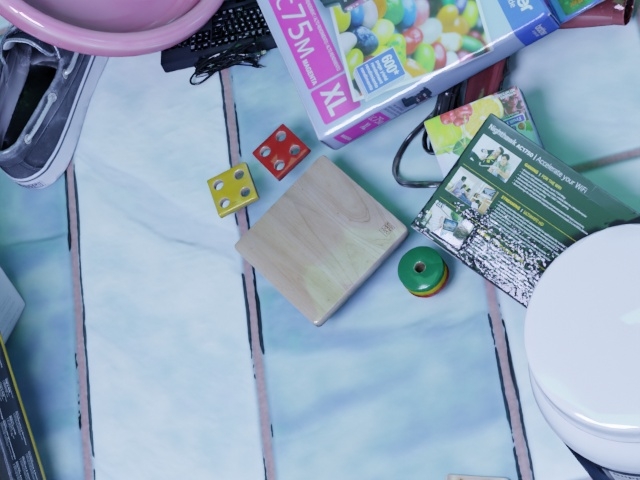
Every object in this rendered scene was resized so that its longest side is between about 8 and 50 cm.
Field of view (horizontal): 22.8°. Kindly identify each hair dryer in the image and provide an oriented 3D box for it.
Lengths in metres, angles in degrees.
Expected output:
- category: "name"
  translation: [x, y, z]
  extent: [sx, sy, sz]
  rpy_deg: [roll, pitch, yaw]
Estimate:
- category: "hair dryer"
  translation: [0.181, -0.193, 1.612]
  extent: [0.294, 0.080, 0.223]
  rpy_deg: [-26, 76, 15]

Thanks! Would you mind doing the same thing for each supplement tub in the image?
- category: "supplement tub"
  translation: [0.279, 0.115, 1.300]
  extent: [0.191, 0.272, 0.191]
  rpy_deg: [-9, 64, 18]

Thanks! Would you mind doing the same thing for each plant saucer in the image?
- category: "plant saucer"
  translation: [-0.257, -0.340, 1.748]
  extent: [0.332, 0.084, 0.332]
  rpy_deg: [10, 63, -21]

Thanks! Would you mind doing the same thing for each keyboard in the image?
- category: "keyboard"
  translation: [-0.091, -0.232, 1.743]
  extent: [0.192, 0.038, 0.100]
  rpy_deg: [-12, 63, 18]

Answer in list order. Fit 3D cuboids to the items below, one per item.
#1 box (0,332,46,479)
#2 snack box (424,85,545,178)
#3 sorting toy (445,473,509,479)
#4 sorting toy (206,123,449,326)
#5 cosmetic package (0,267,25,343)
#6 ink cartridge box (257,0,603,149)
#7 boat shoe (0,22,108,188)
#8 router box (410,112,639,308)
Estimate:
- category: "box"
  translation: [-0.414, 0.205, 1.560]
  extent: [0.257, 0.079, 0.322]
  rpy_deg: [-15, 97, 14]
- category: "snack box"
  translation: [0.172, -0.067, 1.541]
  extent: [0.100, 0.037, 0.141]
  rpy_deg: [-21, 79, 14]
- category: "sorting toy"
  translation: [0.138, 0.255, 1.445]
  extent: [0.062, 0.012, 0.083]
  rpy_deg: [2, 68, 22]
- category: "sorting toy"
  translation: [0.000, 0.000, 1.596]
  extent: [0.132, 0.046, 0.274]
  rpy_deg: [-46, 59, -3]
- category: "cosmetic package"
  translation: [-0.410, 0.024, 1.639]
  extent: [0.117, 0.231, 0.085]
  rpy_deg: [9, 58, 26]
- category: "ink cartridge box"
  translation: [0.103, -0.244, 1.572]
  extent: [0.311, 0.065, 0.185]
  rpy_deg: [-27, 75, 13]
- category: "boat shoe"
  translation: [-0.311, -0.212, 1.784]
  extent: [0.108, 0.102, 0.301]
  rpy_deg: [6, 70, 24]
- category: "router box"
  translation: [0.195, -0.015, 1.486]
  extent: [0.179, 0.046, 0.133]
  rpy_deg: [36, 95, 14]
